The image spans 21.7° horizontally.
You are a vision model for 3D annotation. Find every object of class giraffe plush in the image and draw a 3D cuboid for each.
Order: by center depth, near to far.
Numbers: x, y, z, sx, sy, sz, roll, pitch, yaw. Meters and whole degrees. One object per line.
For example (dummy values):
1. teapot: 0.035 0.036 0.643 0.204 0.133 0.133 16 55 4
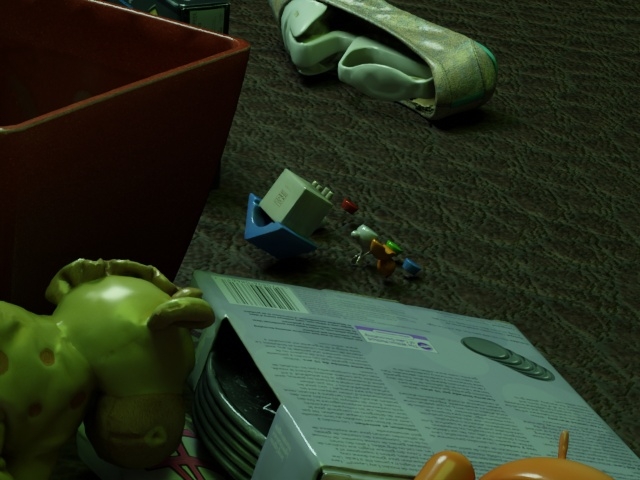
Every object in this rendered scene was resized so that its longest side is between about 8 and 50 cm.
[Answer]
1. giraffe plush: -0.150 0.081 0.961 0.170 0.210 0.181 -11 27 -21

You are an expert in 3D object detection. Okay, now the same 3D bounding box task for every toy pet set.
1. toy pet set: 0.000 0.000 1.369 0.114 0.065 0.122 30 10 -39

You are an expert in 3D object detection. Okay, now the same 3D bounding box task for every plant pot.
1. plant pot: -0.235 -0.029 1.150 0.267 0.236 0.267 18 26 26

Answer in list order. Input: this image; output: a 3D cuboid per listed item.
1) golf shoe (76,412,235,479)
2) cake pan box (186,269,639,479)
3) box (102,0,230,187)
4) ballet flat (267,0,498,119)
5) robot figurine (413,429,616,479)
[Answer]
1. golf shoe: -0.091 0.153 0.997 0.186 0.067 0.086 25 34 37
2. cake pan box: 0.055 0.113 1.029 0.267 0.070 0.246 10 19 -28
3. box: -0.156 -0.165 1.526 0.051 0.175 0.220 -10 29 -29
4. ballet flat: 0.035 -0.205 1.734 0.316 0.107 0.106 24 45 36
5. robot figurine: 0.098 0.195 0.839 0.158 0.128 0.219 27 46 18
